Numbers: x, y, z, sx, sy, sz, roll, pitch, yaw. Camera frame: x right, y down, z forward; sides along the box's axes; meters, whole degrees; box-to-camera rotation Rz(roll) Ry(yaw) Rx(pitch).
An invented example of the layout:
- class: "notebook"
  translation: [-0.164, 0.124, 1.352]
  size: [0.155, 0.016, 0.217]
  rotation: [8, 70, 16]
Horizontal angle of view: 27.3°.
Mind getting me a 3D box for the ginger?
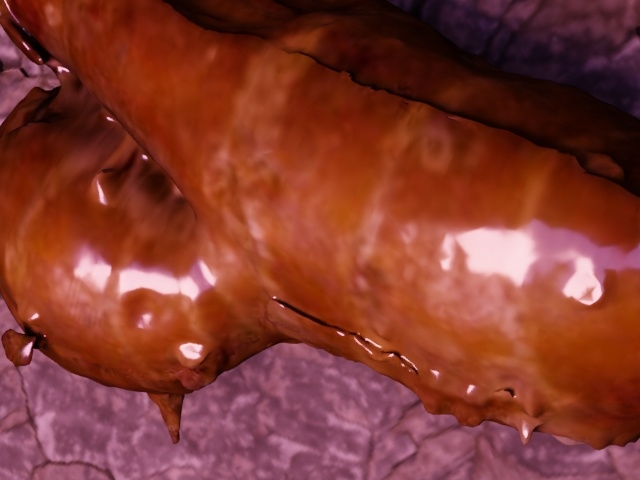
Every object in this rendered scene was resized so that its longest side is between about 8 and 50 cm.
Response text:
- class: "ginger"
  translation: [0.000, 0.000, 0.609]
  size: [0.418, 0.176, 0.254]
  rotation: [22, 111, 21]
